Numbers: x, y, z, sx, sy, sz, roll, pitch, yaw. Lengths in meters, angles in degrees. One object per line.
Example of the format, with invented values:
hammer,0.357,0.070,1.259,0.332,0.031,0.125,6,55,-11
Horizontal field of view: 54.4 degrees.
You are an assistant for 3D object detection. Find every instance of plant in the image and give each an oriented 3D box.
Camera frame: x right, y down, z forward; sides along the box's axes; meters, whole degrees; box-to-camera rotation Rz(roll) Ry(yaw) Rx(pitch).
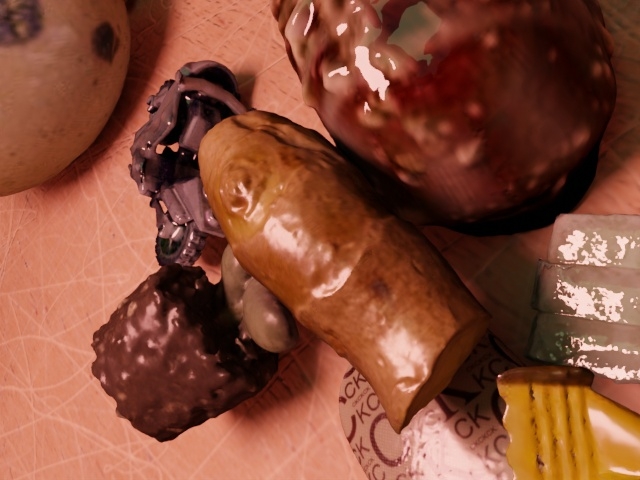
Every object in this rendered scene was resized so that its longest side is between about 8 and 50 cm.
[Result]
plant,-0.064,0.061,0.549,0.274,0.149,0.146,-29,102,14

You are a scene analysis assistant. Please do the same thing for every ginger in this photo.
ginger,0.000,0.000,0.422,0.109,0.116,0.263,-29,58,-22

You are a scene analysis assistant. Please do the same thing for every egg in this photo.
egg,-0.459,-0.244,0.861,0.428,0.345,0.345,-26,60,22

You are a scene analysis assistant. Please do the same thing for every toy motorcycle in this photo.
toy motorcycle,-0.146,-0.102,0.712,0.159,0.106,0.270,-39,50,31

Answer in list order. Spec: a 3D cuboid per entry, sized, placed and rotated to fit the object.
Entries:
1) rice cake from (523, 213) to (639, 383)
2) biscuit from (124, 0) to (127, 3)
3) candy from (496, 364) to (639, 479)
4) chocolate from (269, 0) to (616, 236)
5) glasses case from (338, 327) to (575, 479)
rice cake,0.235,0.038,0.381,0.211,0.038,0.124,10,82,41
biscuit,-0.294,-0.478,1.007,0.166,0.036,0.225,41,101,40
candy,0.233,0.145,0.259,0.297,0.081,0.187,-3,74,10
chocolate,0.072,-0.177,0.478,0.225,0.210,0.340,-28,60,28
glasses case,0.136,0.183,0.383,0.137,0.085,0.354,-48,51,10
